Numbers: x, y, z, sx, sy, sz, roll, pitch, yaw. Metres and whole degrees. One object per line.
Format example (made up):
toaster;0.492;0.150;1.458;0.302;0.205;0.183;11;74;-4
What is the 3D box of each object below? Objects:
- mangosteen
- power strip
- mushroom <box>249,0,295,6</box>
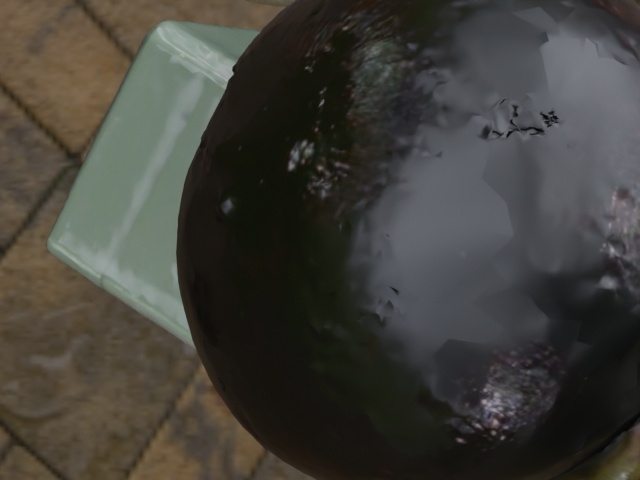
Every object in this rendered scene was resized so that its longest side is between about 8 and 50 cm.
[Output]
mangosteen;0.071;0.005;0.681;0.250;0.211;0.211;22;74;-34
power strip;0.000;0.000;0.930;0.140;0.224;0.139;-61;163;13
mushroom;0.001;-0.228;1.489;0.206;0.206;0.209;-8;135;-41
